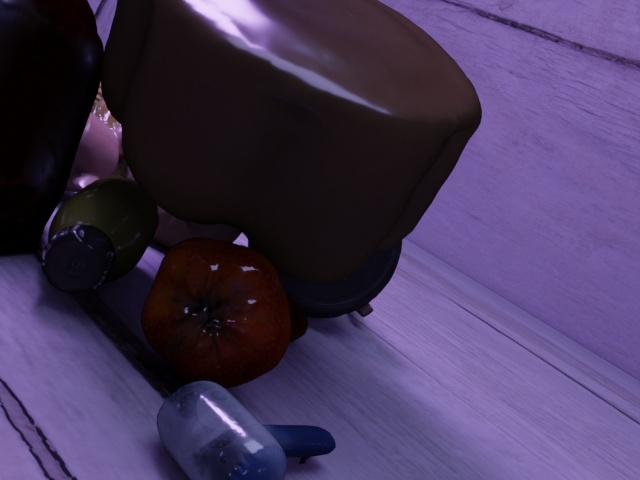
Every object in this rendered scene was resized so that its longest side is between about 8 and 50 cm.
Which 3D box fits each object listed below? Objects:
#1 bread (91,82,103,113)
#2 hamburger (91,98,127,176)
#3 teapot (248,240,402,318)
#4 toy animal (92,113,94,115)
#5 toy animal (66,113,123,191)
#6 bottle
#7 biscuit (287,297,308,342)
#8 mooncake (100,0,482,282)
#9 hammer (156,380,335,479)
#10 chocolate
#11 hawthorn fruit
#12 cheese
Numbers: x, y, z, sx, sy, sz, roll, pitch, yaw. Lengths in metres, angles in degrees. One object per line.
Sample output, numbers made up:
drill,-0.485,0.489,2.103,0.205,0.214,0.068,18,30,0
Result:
bread,-0.506,-0.331,1.659,0.133,0.179,0.250,39,22,17
hamburger,-0.408,-0.205,1.396,0.159,0.131,0.185,10,55,-7
teapot,0.000,0.000,1.200,0.300,0.253,0.344,60,-3,-14
toy animal,-0.444,-0.194,1.220,0.148,0.084,0.233,52,20,-12
toy animal,-0.430,-0.174,1.039,0.250,0.166,0.154,33,-22,-17
bottle,-0.264,-0.007,0.800,0.112,0.112,0.260,26,10,-12
biscuit,-0.104,0.087,0.948,0.192,0.049,0.192,30,3,-2
mooncake,-0.043,-0.178,0.835,0.467,0.262,0.467,23,34,-16
hammer,-0.045,0.178,0.581,0.116,0.069,0.194,33,6,37
chocolate,-0.427,-0.205,0.768,0.383,0.331,0.384,29,11,-6
hawthorn fruit,-0.105,0.078,0.727,0.162,0.163,0.203,28,-6,2
cheese,-0.229,-0.054,1.132,0.235,0.117,0.218,31,9,24
